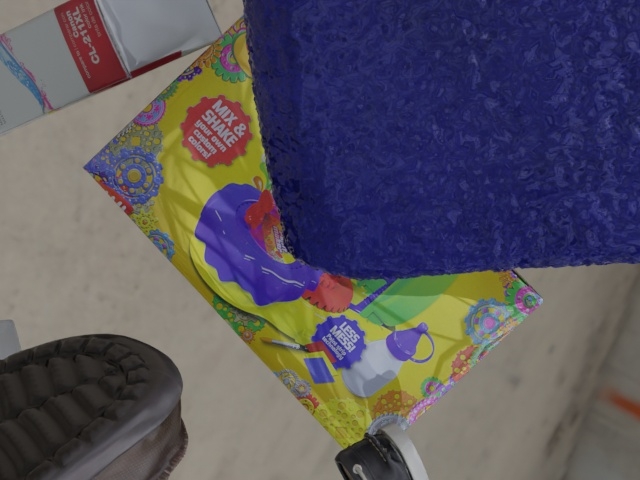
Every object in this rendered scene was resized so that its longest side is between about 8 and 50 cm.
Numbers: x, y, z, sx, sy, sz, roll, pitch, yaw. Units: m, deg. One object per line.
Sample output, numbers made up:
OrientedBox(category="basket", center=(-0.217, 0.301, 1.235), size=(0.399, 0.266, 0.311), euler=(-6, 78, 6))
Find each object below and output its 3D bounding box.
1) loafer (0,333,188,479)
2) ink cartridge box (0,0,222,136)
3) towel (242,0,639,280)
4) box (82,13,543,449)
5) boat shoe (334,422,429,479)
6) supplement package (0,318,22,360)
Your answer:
OrientedBox(category="loafer", center=(-0.209, 0.198, 0.838), size=(0.366, 0.134, 0.130), euler=(-41, 125, -2))
OrientedBox(category="ink cartridge box", center=(-0.186, -0.146, 1.170), size=(0.127, 0.175, 0.072), euler=(-36, 106, -53))
OrientedBox(category="towel", center=(0.075, -0.130, 0.685), size=(0.076, 0.228, 0.308), euler=(-80, 165, -59))
OrientedBox(category="box", center=(0.000, 0.000, 1.169), size=(0.177, 0.290, 0.279), euler=(-43, 176, 0))
OrientedBox(category="boat shoe", center=(0.045, 0.155, 0.755), size=(0.038, 0.046, 0.125), euler=(-24, 99, -17))
OrientedBox(category="supplement package", center=(-0.322, 0.183, 1.123), size=(0.194, 0.149, 0.203), euler=(-4, 141, -24))
